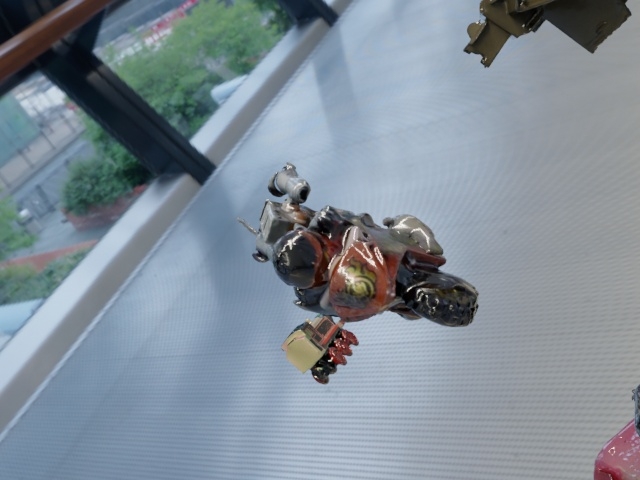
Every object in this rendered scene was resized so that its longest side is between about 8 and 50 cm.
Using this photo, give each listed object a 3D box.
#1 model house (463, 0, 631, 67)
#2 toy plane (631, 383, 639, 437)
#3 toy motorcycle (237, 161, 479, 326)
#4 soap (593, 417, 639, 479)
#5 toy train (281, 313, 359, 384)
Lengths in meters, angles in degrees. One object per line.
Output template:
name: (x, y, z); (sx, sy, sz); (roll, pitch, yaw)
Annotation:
model house: (0.302, -0.331, 0.897); (0.243, 0.204, 0.211); (-54, 3, 17)
toy plane: (0.414, 0.192, 0.677); (0.155, 0.106, 0.382); (20, 25, 17)
toy motorcycle: (0.000, 0.000, 0.801); (0.401, 0.207, 0.134); (41, 119, 56)
soap: (0.570, 0.358, 1.012); (0.325, 0.220, 0.127); (-9, 0, -11)
toy train: (0.003, 0.146, 0.953); (0.050, 0.087, 0.138); (-48, -3, 21)
